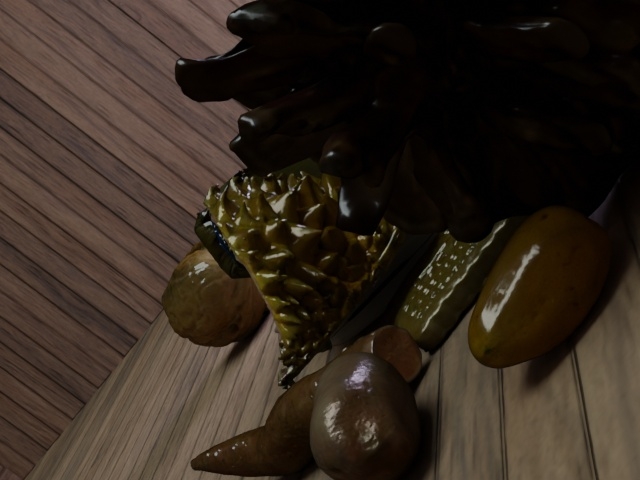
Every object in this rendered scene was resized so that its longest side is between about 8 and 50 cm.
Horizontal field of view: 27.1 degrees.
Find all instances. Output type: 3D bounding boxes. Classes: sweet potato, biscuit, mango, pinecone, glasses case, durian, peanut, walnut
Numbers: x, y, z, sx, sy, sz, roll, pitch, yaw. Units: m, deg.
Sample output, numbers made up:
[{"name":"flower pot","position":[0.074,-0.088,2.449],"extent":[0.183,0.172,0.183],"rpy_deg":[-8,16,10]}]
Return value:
[{"name":"sweet potato","position":[-0.016,0.153,1.100],"extent":[0.067,0.059,0.281],"rpy_deg":[-4,-27,-35]},{"name":"biscuit","position":[0.143,-0.024,1.100],"extent":[0.254,0.029,0.172],"rpy_deg":[-52,7,-1]},{"name":"mango","position":[0.131,0.030,0.809],"extent":[0.114,0.060,0.080],"rpy_deg":[-59,7,-22]},{"name":"pinecone","position":[0.072,-0.182,0.866],"extent":[0.398,0.397,0.398],"rpy_deg":[-51,8,10]},{"name":"glasses case","position":[0.061,0.028,1.256],"extent":[0.197,0.049,0.076],"rpy_deg":[-48,10,32]},{"name":"durian","position":[0.008,-0.004,1.207],"extent":[0.195,0.186,0.305],"rpy_deg":[-30,4,3]},{"name":"peanut","position":[0.032,0.121,0.918],"extent":[0.076,0.076,0.152],"rpy_deg":[-50,8,13]},{"name":"walnut","position":[-0.141,0.069,1.885],"extent":[0.184,0.155,0.155],"rpy_deg":[-39,15,51]}]

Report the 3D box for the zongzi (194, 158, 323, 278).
[{"name":"zongzi","position":[0.031,-0.080,1.404],"extent":[0.289,0.123,0.260],"rpy_deg":[-44,-19,30]}]
